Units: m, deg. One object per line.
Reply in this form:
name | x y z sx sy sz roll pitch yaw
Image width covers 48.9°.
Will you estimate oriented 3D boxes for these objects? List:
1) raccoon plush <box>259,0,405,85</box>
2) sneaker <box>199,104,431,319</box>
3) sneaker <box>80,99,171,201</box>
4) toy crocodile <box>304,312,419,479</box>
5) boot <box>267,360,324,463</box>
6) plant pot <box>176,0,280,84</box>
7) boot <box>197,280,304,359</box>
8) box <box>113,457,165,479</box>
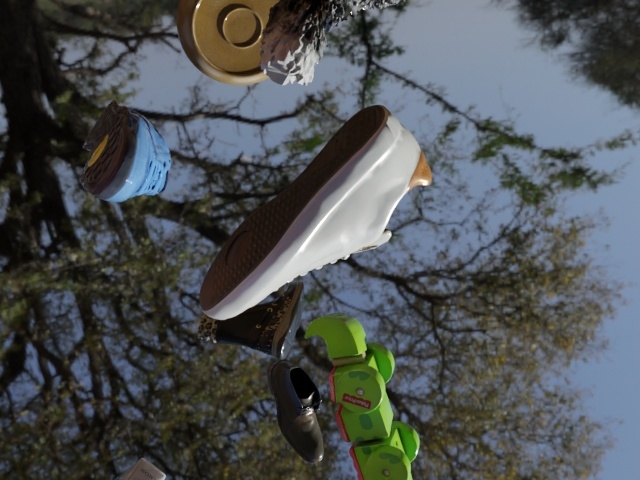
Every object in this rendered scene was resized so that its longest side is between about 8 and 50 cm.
raccoon plush | 0.062 -0.443 0.921 0.216 0.299 0.446 11 -123 0
sneaker | 0.000 0.000 0.747 0.290 0.123 0.106 -42 -148 13
sneaker | -0.160 -0.071 0.620 0.069 0.082 0.209 -53 -156 4
toy crocodile | 0.070 0.265 1.037 0.105 0.340 0.115 -15 -170 18
boot | -0.039 0.346 1.415 0.082 0.219 0.106 -22 174 -24
plant pot | -0.149 -0.402 1.319 0.236 0.236 0.032 -11 -149 -7
boot | -0.130 0.142 1.406 0.179 0.085 0.236 7 -153 7
box | -0.390 0.510 1.093 0.232 0.058 0.322 -43 -173 37
